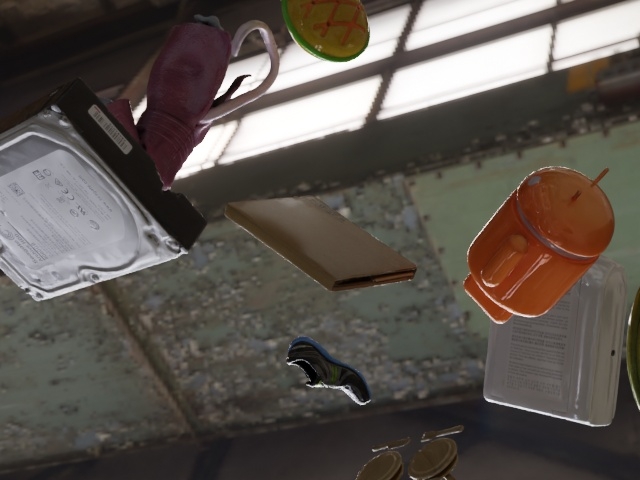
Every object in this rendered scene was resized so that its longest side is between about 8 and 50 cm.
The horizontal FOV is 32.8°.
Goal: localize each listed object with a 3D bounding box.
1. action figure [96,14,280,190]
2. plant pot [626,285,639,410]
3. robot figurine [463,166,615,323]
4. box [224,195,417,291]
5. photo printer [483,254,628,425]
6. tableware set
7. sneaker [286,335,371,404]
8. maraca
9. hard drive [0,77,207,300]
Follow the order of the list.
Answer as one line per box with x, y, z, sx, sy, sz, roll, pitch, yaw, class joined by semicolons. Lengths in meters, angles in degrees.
-0.232;-0.153;1.696;0.370;0.275;0.248;-65;-33;-30;action figure
0.598;0.145;1.222;0.353;0.366;0.367;-153;44;-75;plant pot
0.259;0.001;1.283;0.158;0.219;0.128;14;-137;-23;robot figurine
0.000;0.000;1.374;0.164;0.201;0.021;-7;-55;-48;box
0.430;0.163;1.994;0.107;0.256;0.308;4;-89;-45;photo printer
0.140;0.361;1.707;0.039;0.194;0.128;55;-140;-16;tableware set
0.013;0.263;2.103;0.188;0.067;0.078;35;-124;-5;sneaker
-0.003;-0.338;1.583;0.127;0.099;0.186;-34;-96;-32;maraca
-0.329;-0.048;1.347;0.237;0.339;0.064;51;-132;-24;hard drive
